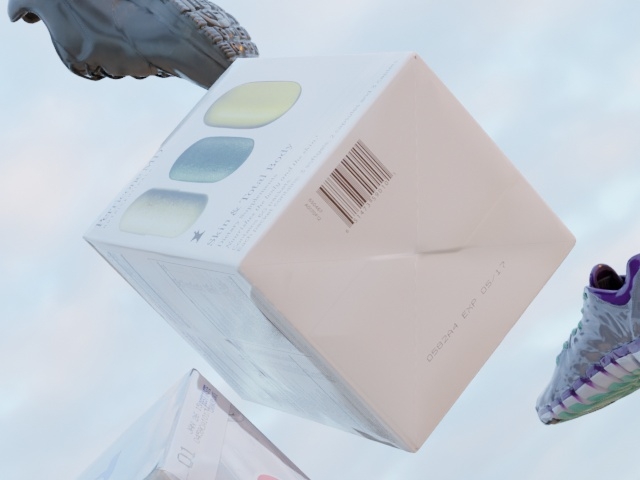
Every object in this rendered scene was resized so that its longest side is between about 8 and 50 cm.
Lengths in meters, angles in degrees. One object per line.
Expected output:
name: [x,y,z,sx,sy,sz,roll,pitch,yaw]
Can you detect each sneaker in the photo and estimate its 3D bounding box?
sneaker: [0.237,0.074,1.539,0.083,0.098,0.224,-15,-17,-34]
sneaker: [-0.177,-0.196,1.791,0.130,0.286,0.109,-60,-22,13]

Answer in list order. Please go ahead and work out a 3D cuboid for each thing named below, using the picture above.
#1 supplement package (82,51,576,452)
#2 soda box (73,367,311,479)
supplement package: [0.000,0.000,1.375,0.199,0.198,0.263,-51,25,-17]
soda box: [-0.107,0.169,0.505,0.286,0.091,0.098,-44,7,9]
